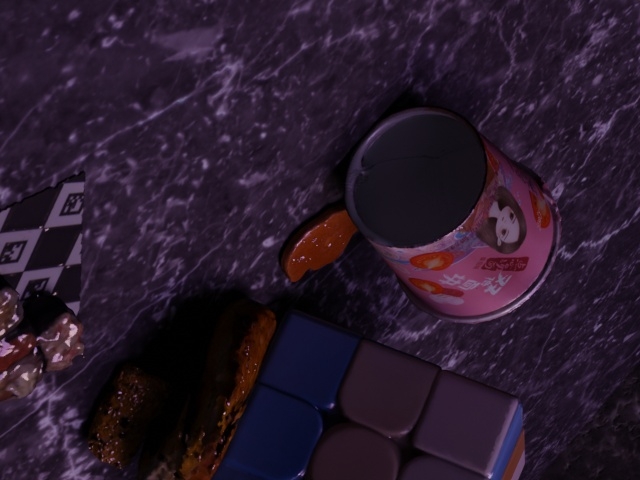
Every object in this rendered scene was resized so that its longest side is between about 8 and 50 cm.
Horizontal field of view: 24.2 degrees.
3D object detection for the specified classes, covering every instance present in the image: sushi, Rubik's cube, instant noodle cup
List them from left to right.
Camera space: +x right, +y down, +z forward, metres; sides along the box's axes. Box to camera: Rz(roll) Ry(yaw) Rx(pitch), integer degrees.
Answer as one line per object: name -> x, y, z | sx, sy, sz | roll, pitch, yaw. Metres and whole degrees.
sushi -> -0.344, 0.097, 1.520 | 0.294, 0.059, 0.292 | -30, 149, -30
Rubik's cube -> 0.061, 0.345, 2.028 | 0.346, 0.346, 0.344 | 70, 42, -68
instant noodle cup -> 0.163, -0.039, 1.913 | 0.243, 0.243, 0.231 | -48, 148, 2

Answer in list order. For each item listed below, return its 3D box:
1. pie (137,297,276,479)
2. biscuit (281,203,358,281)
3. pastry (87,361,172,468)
pie -> -0.143, 0.208, 1.856 | 0.308, 0.085, 0.308 | -60, -174, 10
biscuit -> 0.000, 0.000, 1.948 | 0.130, 0.019, 0.102 | -31, 149, -29
pastry -> -0.240, 0.216, 1.841 | 0.080, 0.056, 0.140 | 22, 112, -30
